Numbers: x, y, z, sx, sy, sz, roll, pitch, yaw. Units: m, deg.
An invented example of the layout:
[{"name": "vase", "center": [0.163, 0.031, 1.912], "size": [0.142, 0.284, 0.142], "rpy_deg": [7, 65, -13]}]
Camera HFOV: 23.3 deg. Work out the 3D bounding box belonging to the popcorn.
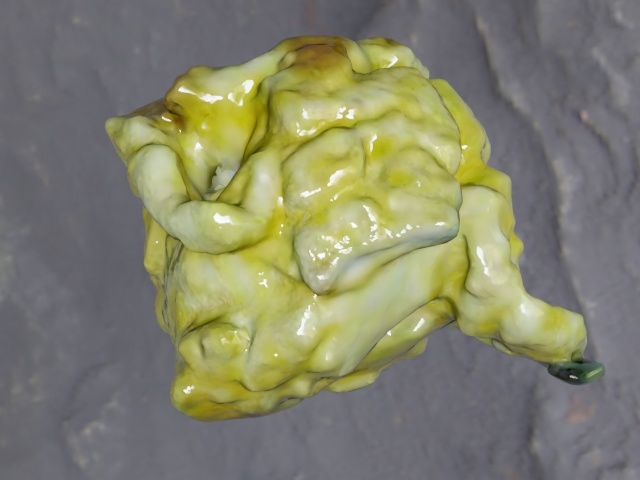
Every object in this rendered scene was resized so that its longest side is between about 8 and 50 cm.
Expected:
[{"name": "popcorn", "center": [-0.002, -0.009, 0.987], "size": [0.293, 0.293, 0.237], "rpy_deg": [-5, 92, 60]}]
